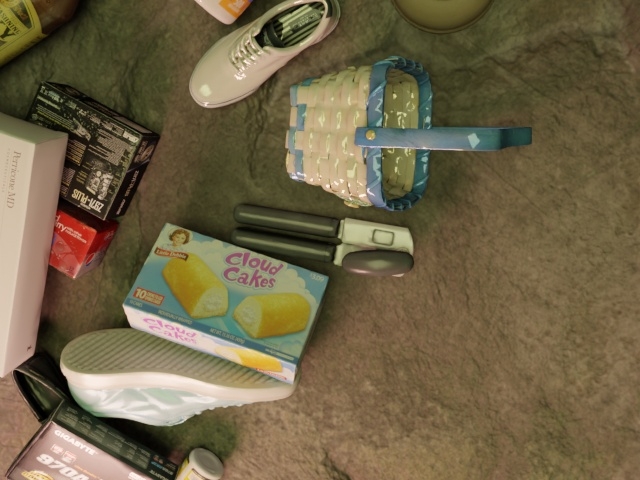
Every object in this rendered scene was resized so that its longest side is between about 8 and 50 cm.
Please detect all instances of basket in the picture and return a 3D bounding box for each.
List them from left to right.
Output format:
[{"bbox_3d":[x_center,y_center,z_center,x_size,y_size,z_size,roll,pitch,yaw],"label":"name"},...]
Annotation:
[{"bbox_3d":[0.120,-0.140,0.987,0.289,0.255,0.201,1,97,27],"label":"basket"}]

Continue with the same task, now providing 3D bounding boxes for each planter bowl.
[{"bbox_3d":[0.170,-0.374,1.012,0.162,0.109,0.162,1,99,9],"label":"planter bowl"}]

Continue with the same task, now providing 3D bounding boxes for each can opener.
[{"bbox_3d":[0.000,0.000,1.096,0.284,0.095,0.075,10,98,7],"label":"can opener"}]

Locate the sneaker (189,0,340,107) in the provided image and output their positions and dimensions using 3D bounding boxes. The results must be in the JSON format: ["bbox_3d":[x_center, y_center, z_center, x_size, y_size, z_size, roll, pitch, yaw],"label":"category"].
[{"bbox_3d":[-0.091,-0.284,1.071,0.258,0.091,0.094,-34,92,11],"label":"sneaker"}]

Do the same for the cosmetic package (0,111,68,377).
[{"bbox_3d":[-0.550,-0.017,1.095,0.285,0.097,0.377,18,110,5],"label":"cosmetic package"}]

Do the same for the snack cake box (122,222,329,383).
[{"bbox_3d":[-0.136,0.092,1.097,0.264,0.089,0.152,18,61,5],"label":"snack cake box"}]

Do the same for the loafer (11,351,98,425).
[{"bbox_3d":[-0.431,0.287,1.209,0.076,0.078,0.223,-34,93,12],"label":"loafer"}]

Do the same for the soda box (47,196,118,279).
[{"bbox_3d":[-0.462,-0.047,1.164,0.263,0.083,0.092,29,103,3],"label":"soda box"}]

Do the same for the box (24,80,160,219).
[{"bbox_3d":[-0.365,-0.139,1.140,0.180,0.077,0.147,28,101,4],"label":"box"}]

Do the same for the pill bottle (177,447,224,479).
[{"bbox_3d":[-0.215,0.401,1.200,0.065,0.065,0.116,38,101,2],"label":"pill bottle"}]

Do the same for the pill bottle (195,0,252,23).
[{"bbox_3d":[-0.094,-0.450,1.019,0.152,0.152,0.272,45,102,0],"label":"pill bottle"}]

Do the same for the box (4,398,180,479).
[{"bbox_3d":[-0.363,0.369,1.174,0.220,0.051,0.175,36,119,-14],"label":"box"}]

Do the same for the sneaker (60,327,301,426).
[{"bbox_3d":[-0.213,0.224,1.164,0.366,0.135,0.150,4,129,3],"label":"sneaker"}]

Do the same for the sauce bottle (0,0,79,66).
[{"bbox_3d":[-0.453,-0.351,1.108,0.344,0.111,0.111,-30,93,11],"label":"sauce bottle"}]
